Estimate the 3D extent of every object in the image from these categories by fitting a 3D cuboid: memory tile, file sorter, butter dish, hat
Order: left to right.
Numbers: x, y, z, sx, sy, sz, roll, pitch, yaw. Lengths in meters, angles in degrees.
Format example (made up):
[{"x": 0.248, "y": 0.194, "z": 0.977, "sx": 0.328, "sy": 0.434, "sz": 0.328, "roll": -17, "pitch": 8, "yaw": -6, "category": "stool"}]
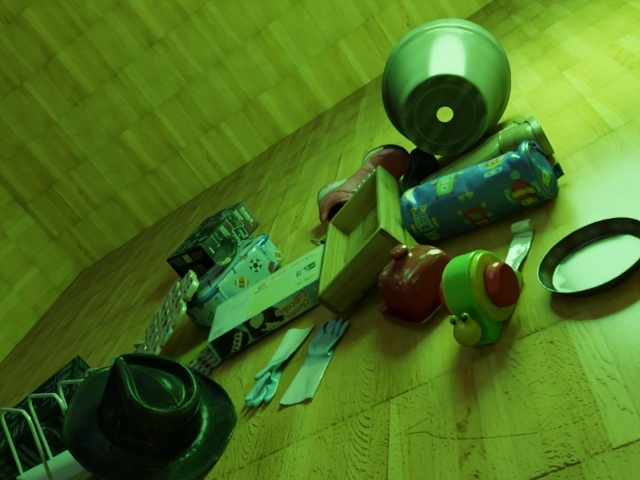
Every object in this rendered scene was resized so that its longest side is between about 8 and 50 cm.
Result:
[{"x": -0.488, "y": 0.370, "z": 1.391, "sx": 0.277, "sy": 0.173, "sz": 0.192, "roll": -23, "pitch": 6, "yaw": -42, "category": "file sorter"}, {"x": -0.319, "y": 0.290, "z": 1.235, "sx": 0.331, "sy": 0.134, "sz": 0.331, "roll": 3, "pitch": 34, "yaw": -2, "category": "hat"}, {"x": -0.265, "y": 0.281, "z": 1.610, "sx": 0.113, "sy": 0.012, "sz": 0.148, "roll": -43, "pitch": 19, "yaw": -18, "category": "memory tile"}, {"x": 0.166, "y": 0.058, "z": 1.193, "sx": 0.160, "sy": 0.118, "sz": 0.160, "roll": -43, "pitch": 19, "yaw": -16, "category": "butter dish"}]

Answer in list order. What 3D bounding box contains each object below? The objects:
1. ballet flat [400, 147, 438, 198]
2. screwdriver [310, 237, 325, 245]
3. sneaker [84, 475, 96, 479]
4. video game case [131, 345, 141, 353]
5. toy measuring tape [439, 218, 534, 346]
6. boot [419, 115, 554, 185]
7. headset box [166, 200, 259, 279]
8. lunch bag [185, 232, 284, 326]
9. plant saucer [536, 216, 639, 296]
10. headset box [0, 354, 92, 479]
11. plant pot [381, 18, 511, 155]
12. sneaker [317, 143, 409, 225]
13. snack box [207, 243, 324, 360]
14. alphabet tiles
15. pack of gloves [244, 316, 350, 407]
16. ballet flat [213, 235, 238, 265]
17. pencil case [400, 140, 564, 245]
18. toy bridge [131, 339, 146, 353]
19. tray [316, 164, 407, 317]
[{"x": 0.239, "y": -0.158, "z": 1.676, "sx": 0.058, "sy": 0.084, "sz": 0.250, "roll": -54, "pitch": 8, "yaw": 39, "category": "ballet flat"}, {"x": 0.000, "y": 0.000, "z": 1.800, "sx": 0.025, "sy": 0.024, "sz": 0.170, "roll": -67, "pitch": 18, "yaw": 1, "category": "screwdriver"}, {"x": -0.604, "y": 0.557, "z": 1.410, "sx": 0.255, "sy": 0.094, "sz": 0.151, "roll": -28, "pitch": 12, "yaw": 17, "category": "sneaker"}, {"x": -0.564, "y": 0.423, "z": 1.773, "sx": 0.300, "sy": 0.036, "sz": 0.329, "roll": -38, "pitch": 18, "yaw": -5, "category": "video game case"}, {"x": 0.267, "y": 0.036, "z": 1.067, "sx": 0.121, "sy": 0.121, "sz": 0.330, "roll": -20, "pitch": 25, "yaw": 42, "category": "toy measuring tape"}, {"x": 0.351, "y": -0.157, "z": 1.445, "sx": 0.269, "sy": 0.089, "sz": 0.236, "roll": -32, "pitch": 6, "yaw": 11, "category": "boot"}, {"x": -0.364, "y": -0.006, "z": 2.340, "sx": 0.218, "sy": 0.110, "sz": 0.293, "roll": -20, "pitch": 25, "yaw": 42, "category": "headset box"}, {"x": -0.256, "y": 0.113, "z": 1.854, "sx": 0.303, "sy": 0.115, "sz": 0.243, "roll": -45, "pitch": 17, "yaw": -26, "category": "lunch bag"}, {"x": 0.399, "y": 0.028, "z": 0.978, "sx": 0.168, "sy": 0.029, "sz": 0.168, "roll": -32, "pitch": 19, "yaw": 12, "category": "plant saucer"}, {"x": -0.657, "y": 0.450, "z": 1.615, "sx": 0.283, "sy": 0.131, "sz": 0.246, "roll": -40, "pitch": 19, "yaw": -8, "category": "headset box"}, {"x": 0.297, "y": -0.336, "z": 1.589, "sx": 0.323, "sy": 0.323, "sz": 0.280, "roll": -29, "pitch": 19, "yaw": 22, "category": "plant pot"}, {"x": 0.118, "y": -0.133, "z": 1.812, "sx": 0.313, "sy": 0.116, "sz": 0.136, "roll": -35, "pitch": 27, "yaw": 29, "category": "sneaker"}, {"x": -0.110, "y": 0.140, "z": 1.577, "sx": 0.321, "sy": 0.060, "sz": 0.187, "roll": -31, "pitch": 19, "yaw": 11, "category": "snack box"}, {"x": -0.406, "y": 0.213, "z": 1.768, "sx": 0.284, "sy": 0.021, "sz": 0.278, "roll": -57, "pitch": 19, "yaw": 0, "category": "alphabet tiles"}, {"x": -0.053, "y": 0.224, "z": 1.306, "sx": 0.195, "sy": 0.046, "sz": 0.232, "roll": -23, "pitch": 23, "yaw": 38, "category": "pack of gloves"}, {"x": -0.250, "y": 0.034, "z": 1.796, "sx": 0.057, "sy": 0.049, "sz": 0.173, "roll": 9, "pitch": 19, "yaw": 0, "category": "ballet flat"}, {"x": 0.304, "y": -0.093, "z": 1.302, "sx": 0.306, "sy": 0.119, "sz": 0.133, "roll": -23, "pitch": 45, "yaw": 36, "category": "pencil case"}, {"x": -0.535, "y": 0.313, "z": 2.007, "sx": 0.063, "sy": 0.026, "sz": 0.188, "roll": -15, "pitch": 29, "yaw": 47, "category": "toy bridge"}, {"x": 0.093, "y": -0.012, "z": 1.479, "sx": 0.203, "sy": 0.076, "sz": 0.411, "roll": -49, "pitch": 13, "yaw": 20, "category": "tray"}]
